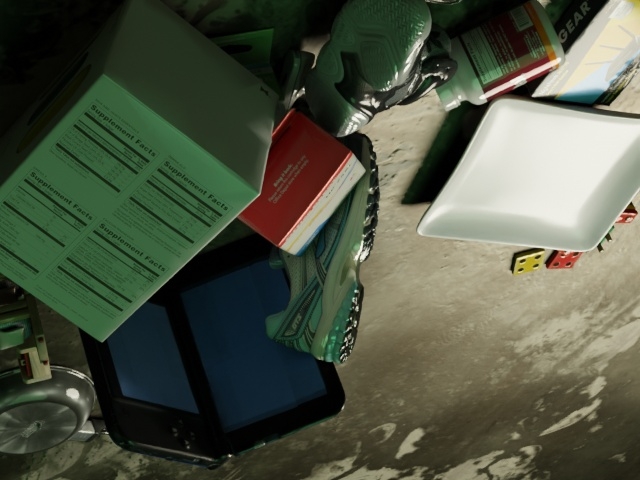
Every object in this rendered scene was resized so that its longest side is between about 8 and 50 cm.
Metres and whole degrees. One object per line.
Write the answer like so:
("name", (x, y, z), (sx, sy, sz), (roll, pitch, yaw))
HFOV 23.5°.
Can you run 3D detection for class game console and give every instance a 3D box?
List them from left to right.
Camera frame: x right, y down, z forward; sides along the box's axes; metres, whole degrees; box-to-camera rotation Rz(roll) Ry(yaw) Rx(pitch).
("game console", (-0.145, 0.109, 1.867), (0.173, 0.293, 0.250), (-41, 142, 25))

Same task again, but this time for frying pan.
("frying pan", (-0.385, 0.273, 2.197), (0.197, 0.053, 0.326), (-26, 144, 8))

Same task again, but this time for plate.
("plate", (0.294, -0.092, 2.019), (0.277, 0.045, 0.278), (5, 141, -20))

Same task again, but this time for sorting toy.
("sorting toy", (0.374, -0.021, 2.196), (0.132, 0.046, 0.274), (1, 141, -30))

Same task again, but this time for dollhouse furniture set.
("dollhouse furniture set", (-0.406, 0.132, 1.902), (0.129, 0.129, 0.184), (-13, 146, -12))

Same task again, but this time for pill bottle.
("pill bottle", (0.201, -0.212, 1.791), (0.152, 0.086, 0.086), (-25, 147, 7))

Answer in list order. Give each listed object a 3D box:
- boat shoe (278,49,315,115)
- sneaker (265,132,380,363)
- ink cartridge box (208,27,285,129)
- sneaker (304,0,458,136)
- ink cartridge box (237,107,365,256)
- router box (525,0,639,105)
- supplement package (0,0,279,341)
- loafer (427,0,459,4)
("boat shoe", (-0.029, -0.177, 1.760), (0.035, 0.035, 0.100), (-1, 135, -23))
("sneaker", (0.000, 0.000, 1.859), (0.122, 0.283, 0.110), (10, 169, 7))
("ink cartridge box", (-0.102, -0.139, 1.746), (0.109, 0.062, 0.209), (-11, 145, -15))
("sneaker", (0.087, -0.214, 1.670), (0.153, 0.101, 0.268), (-27, 171, -27))
("ink cartridge box", (-0.028, -0.061, 1.709), (0.134, 0.078, 0.231), (-53, 172, 1))
("router box", (0.345, -0.242, 1.863), (0.133, 0.046, 0.179), (3, 140, -32))
("supplement package", (-0.207, -0.079, 1.593), (0.198, 0.199, 0.262), (37, 120, -19))
("loafer", (0.100, -0.282, 1.656), (0.170, 0.061, 0.062), (11, 134, -41))
